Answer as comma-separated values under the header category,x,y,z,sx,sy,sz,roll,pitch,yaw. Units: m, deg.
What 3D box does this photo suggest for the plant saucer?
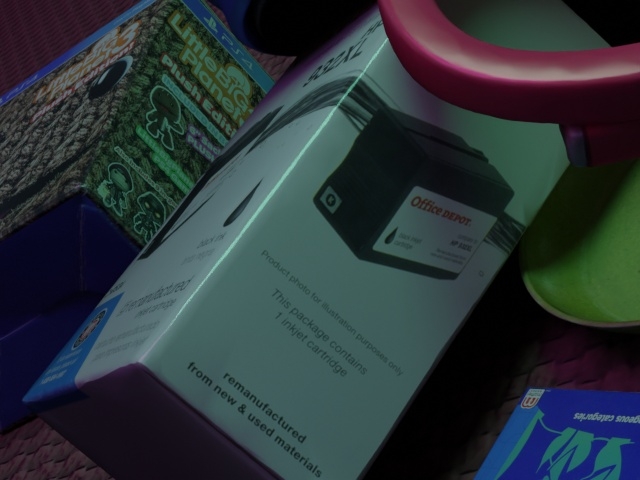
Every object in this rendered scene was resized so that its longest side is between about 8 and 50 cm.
category,x,y,z,sx,sy,sz,roll,pitch,yaw
plant saucer,0.207,-0.037,0.775,0.241,0.037,0.241,-35,25,18

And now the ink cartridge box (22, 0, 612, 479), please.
category,x,y,z,sx,sy,sz,roll,pitch,yaw
ink cartridge box,0.000,0.000,0.869,0.307,0.129,0.223,-54,12,-23

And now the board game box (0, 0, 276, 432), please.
category,x,y,z,sx,sy,sz,roll,pitch,yaw
board game box,-0.179,-0.032,1.229,0.232,0.141,0.291,-29,28,28

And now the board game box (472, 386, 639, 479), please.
category,x,y,z,sx,sy,sz,roll,pitch,yaw
board game box,0.098,0.154,0.611,0.160,0.047,0.210,-5,45,54

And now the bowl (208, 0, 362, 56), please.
category,x,y,z,sx,sy,sz,roll,pitch,yaw
bowl,0.103,-0.228,0.962,0.391,0.077,0.391,-24,-8,-4

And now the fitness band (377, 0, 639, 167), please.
category,x,y,z,sx,sy,sz,roll,pitch,yaw
fitness band,0.170,-0.137,0.740,0.290,0.054,0.209,-13,48,4
